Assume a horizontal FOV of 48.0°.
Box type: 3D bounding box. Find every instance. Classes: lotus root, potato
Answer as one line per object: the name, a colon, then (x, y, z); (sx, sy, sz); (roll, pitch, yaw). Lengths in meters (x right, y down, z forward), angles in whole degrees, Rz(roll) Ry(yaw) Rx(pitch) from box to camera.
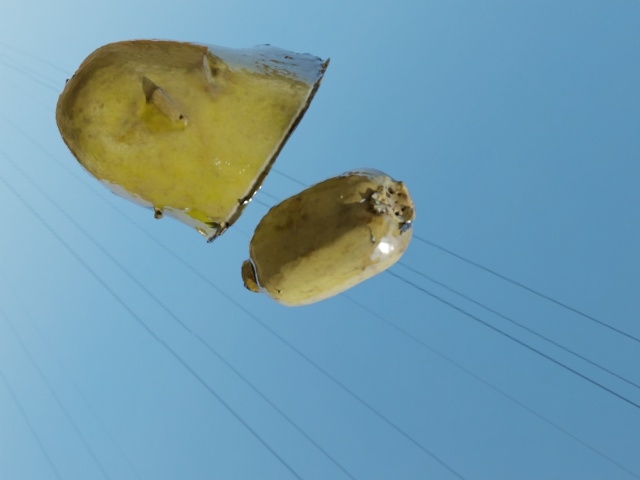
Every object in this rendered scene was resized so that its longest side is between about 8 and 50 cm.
lotus root: (0.000, 0.000, 1.021); (0.284, 0.146, 0.160); (-27, -132, 27)
potato: (-0.188, -0.210, 1.047); (0.290, 0.296, 0.397); (-36, -154, 52)
